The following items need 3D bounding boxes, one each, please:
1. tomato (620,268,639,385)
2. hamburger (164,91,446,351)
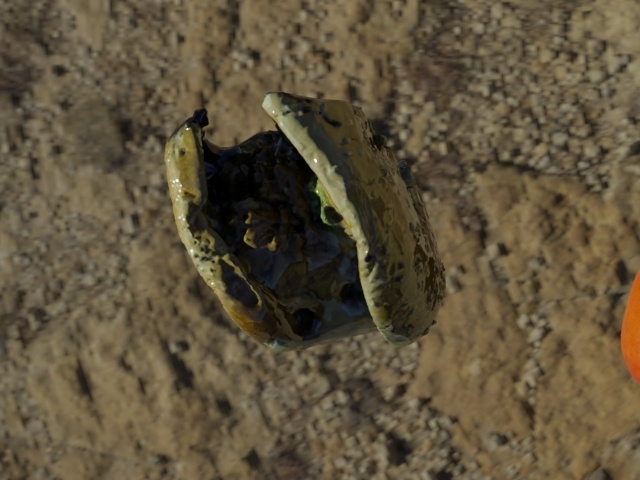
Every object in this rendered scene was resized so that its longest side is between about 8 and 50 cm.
[{"bbox_3d":[0.465,0.097,1.663,0.259,0.180,0.260,0,120,0],"label":"tomato"},{"bbox_3d":[0.000,0.000,1.225,0.167,0.288,0.192,-24,69,10],"label":"hamburger"}]
